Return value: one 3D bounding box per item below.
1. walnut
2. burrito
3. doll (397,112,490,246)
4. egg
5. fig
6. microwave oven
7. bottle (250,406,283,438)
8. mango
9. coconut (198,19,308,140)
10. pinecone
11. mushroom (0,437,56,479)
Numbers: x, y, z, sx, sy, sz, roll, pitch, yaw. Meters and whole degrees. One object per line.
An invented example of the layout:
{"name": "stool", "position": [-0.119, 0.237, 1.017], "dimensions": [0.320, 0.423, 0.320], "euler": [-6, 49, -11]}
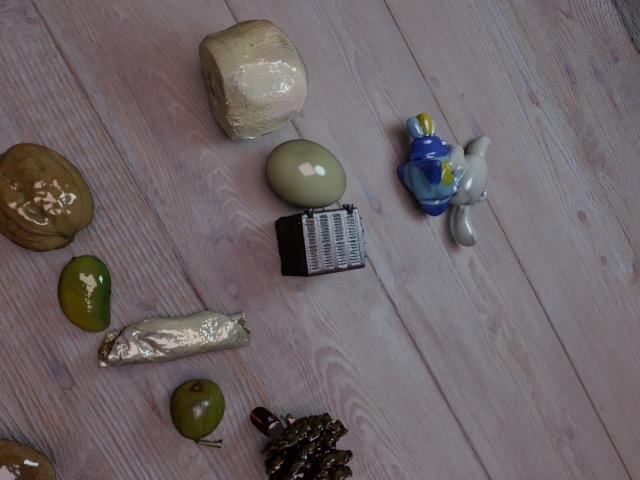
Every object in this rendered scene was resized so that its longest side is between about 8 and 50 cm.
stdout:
{"name": "walnut", "position": [-0.662, -0.102, 1.245], "dimensions": [0.224, 0.257, 0.257], "euler": [-42, 102, 13]}
{"name": "burrito", "position": [-0.372, 0.251, 1.398], "dimensions": [0.392, 0.076, 0.117], "euler": [-5, 79, -24]}
{"name": "doll", "position": [0.387, -0.210, 1.699], "dimensions": [0.365, 0.187, 0.376], "euler": [22, 54, -27]}
{"name": "egg", "position": [-0.038, -0.184, 1.511], "dimensions": [0.241, 0.186, 0.186], "euler": [20, 78, -20]}
{"name": "fig", "position": [-0.318, 0.446, 1.382], "dimensions": [0.147, 0.186, 0.142], "euler": [-5, 41, -41]}
{"name": "microwave oven", "position": [-0.001, 0.002, 1.478], "dimensions": [0.188, 0.247, 0.178], "euler": [-10, 91, -21]}
{"name": "bottle", "position": [-0.141, 0.478, 1.412], "dimensions": [0.060, 0.164, 0.060], "euler": [2, 84, -20]}
{"name": "mango", "position": [-0.580, 0.131, 1.321], "dimensions": [0.122, 0.085, 0.191], "euler": [1, 83, -24]}
{"name": "coconut", "position": [-0.168, -0.434, 1.430], "dimensions": [0.254, 0.297, 0.297], "euler": [-19, 91, -20]}
{"name": "pinecone", "position": [-0.024, 0.580, 1.423], "dimensions": [0.243, 0.243, 0.257], "euler": [-38, 112, -20]}
{"name": "mushroom", "position": [-0.735, 0.572, 1.183], "dimensions": [0.278, 0.146, 0.278], "euler": [-1, 92, -20]}
